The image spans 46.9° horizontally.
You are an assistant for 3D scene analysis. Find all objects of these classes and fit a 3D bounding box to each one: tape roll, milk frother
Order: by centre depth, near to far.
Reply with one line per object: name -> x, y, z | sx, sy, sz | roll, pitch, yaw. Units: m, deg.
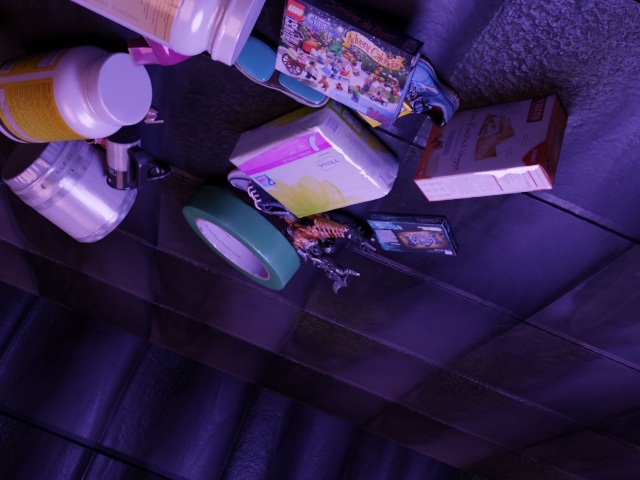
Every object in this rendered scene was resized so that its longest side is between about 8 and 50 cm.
milk frother -> -0.434, -0.201, 1.766 | 0.129, 0.143, 0.134 | 25, 130, 15
tape roll -> -0.200, -0.005, 1.858 | 0.321, 0.077, 0.321 | 35, 163, 12

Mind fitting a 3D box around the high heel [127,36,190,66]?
high heel -> -0.304, -0.419, 1.329 | 0.117, 0.082, 0.244 | -11, 136, -7

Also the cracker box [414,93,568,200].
cracker box -> 0.291, -0.156, 1.269 | 0.232, 0.155, 0.067 | -4, 142, 38

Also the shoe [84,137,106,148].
shoe -> -0.529, -0.253, 1.740 | 0.064, 0.081, 0.178 | 17, 152, 8

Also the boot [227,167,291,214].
boot -> -0.142, -0.113, 1.715 | 0.190, 0.086, 0.069 | 8, 150, 23

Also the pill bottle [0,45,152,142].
pill bottle -> -0.519, -0.302, 1.533 | 0.334, 0.188, 0.188 | 2, 147, 33

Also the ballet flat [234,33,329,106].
ballet flat -> -0.081, -0.308, 1.357 | 0.213, 0.072, 0.068 | 29, -179, -10

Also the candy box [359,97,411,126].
candy box -> 0.068, -0.288, 1.326 | 0.206, 0.027, 0.105 | 39, 150, -29

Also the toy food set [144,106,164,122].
toy food set -> -0.405, -0.298, 1.641 | 0.078, 0.019, 0.122 | 3, 147, 30

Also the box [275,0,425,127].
box -> 0.042, -0.305, 1.225 | 0.233, 0.044, 0.159 | 29, 145, 10

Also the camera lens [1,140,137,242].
camera lens -> -0.616, -0.143, 1.846 | 0.219, 0.219, 0.274 | -6, 142, 41

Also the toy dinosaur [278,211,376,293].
toy dinosaur -> 0.000, 0.000, 1.721 | 0.218, 0.164, 0.322 | 36, -171, -11

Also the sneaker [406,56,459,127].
sneaker -> 0.173, -0.254, 1.264 | 0.162, 0.073, 0.063 | 34, 149, -23

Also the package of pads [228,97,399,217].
package of pads -> -0.012, -0.160, 1.529 | 0.229, 0.101, 0.297 | 39, 148, -30

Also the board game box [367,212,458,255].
board game box -> 0.214, -0.015, 1.709 | 0.186, 0.026, 0.126 | 5, 148, 29

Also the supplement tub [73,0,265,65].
supplement tub -> -0.236, -0.416, 1.094 | 0.316, 0.228, 0.228 | 25, 152, -8
